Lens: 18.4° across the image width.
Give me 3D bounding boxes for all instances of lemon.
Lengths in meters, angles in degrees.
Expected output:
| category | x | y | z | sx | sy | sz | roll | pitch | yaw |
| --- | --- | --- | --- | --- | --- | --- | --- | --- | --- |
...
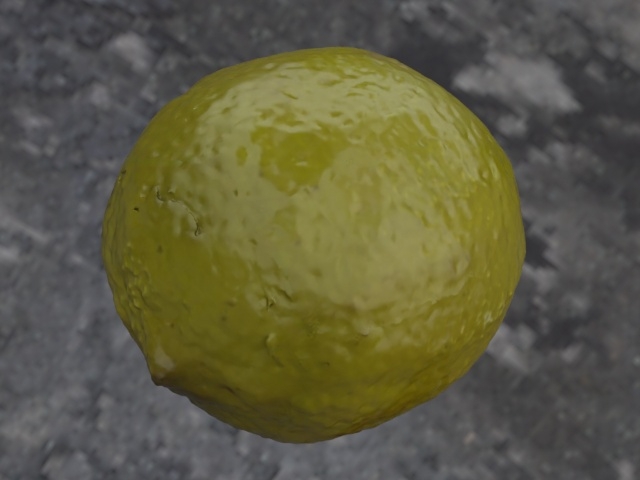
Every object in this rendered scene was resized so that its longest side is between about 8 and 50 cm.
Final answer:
| category | x | y | z | sx | sy | sz | roll | pitch | yaw |
| --- | --- | --- | --- | --- | --- | --- | --- | --- | --- |
| lemon | 0.000 | 0.000 | 0.547 | 0.133 | 0.109 | 0.109 | -29 | 68 | -37 |
